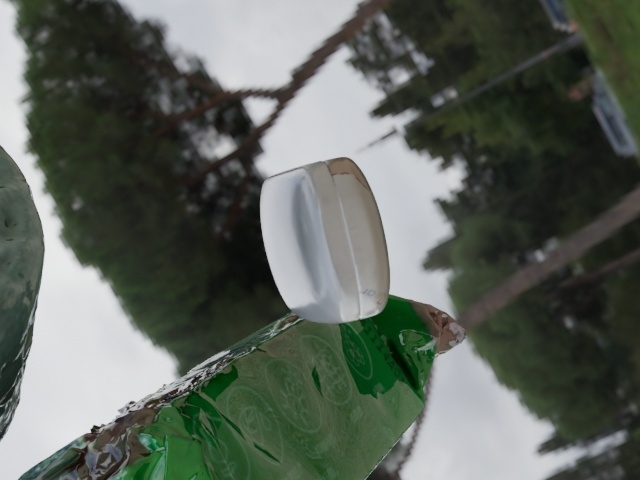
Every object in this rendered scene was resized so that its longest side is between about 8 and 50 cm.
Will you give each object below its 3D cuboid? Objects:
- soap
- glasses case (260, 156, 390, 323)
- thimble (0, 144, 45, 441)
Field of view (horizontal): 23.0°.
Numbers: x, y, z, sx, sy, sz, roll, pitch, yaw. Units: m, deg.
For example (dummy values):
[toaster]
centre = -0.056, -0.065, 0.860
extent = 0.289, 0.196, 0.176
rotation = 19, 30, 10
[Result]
[soap]
centre = -0.059, 0.113, 0.739
extent = 0.098, 0.218, 0.273
rotation = 54, -159, 1
[glasses case]
centre = 0.000, 0.000, 0.642
extent = 0.164, 0.041, 0.063
rotation = 174, 82, -82
[thimble]
centre = -0.237, 0.027, 0.740
extent = 0.198, 0.143, 0.235
rotation = -29, -120, -36
